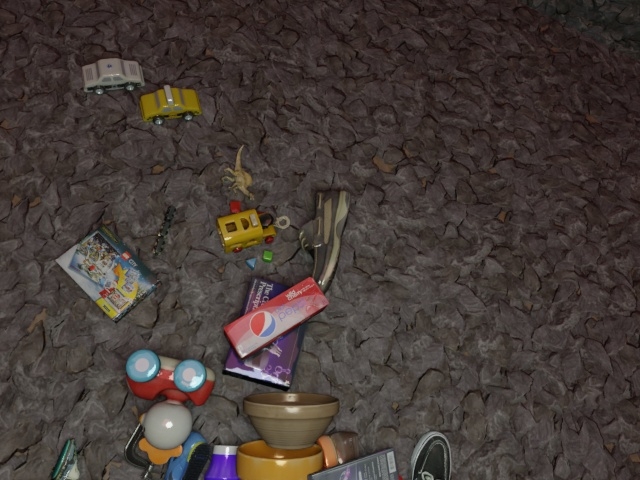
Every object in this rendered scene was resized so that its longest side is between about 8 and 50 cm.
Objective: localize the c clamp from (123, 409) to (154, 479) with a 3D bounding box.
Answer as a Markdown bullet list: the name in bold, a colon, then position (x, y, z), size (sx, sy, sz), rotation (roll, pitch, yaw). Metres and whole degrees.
- **c clamp**: position (-0.407, 0.502, 1.215), size (0.137, 0.022, 0.161), rotation (12, 63, 17)

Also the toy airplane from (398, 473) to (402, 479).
- **toy airplane**: position (0.174, 0.641, 1.253), size (0.151, 0.028, 0.151), rotation (26, 58, -49)

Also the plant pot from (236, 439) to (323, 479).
- **plant pot**: position (-0.097, 0.581, 1.150), size (0.204, 0.205, 0.188), rotation (3, 80, -10)

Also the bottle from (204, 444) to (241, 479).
- **bottle**: position (-0.235, 0.636, 1.167), size (0.118, 0.092, 0.283), rotation (6, 67, -7)

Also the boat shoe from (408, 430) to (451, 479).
- **boat shoe**: position (0.274, 0.641, 1.258), size (0.113, 0.105, 0.307), rotation (27, 66, 1)

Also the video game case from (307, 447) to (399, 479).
- **video game case**: position (0.090, 0.610, 1.142), size (0.274, 0.026, 0.196), rotation (4, 73, -41)

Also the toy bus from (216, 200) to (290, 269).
- **toy bus**: position (-0.203, -0.039, 1.441), size (0.190, 0.104, 0.202), rotation (25, 66, -1)

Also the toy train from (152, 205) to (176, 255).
- **toy train**: position (-0.451, -0.028, 1.426), size (0.027, 0.036, 0.159), rotation (24, 62, -25)

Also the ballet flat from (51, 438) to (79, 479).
- **ballet flat**: position (-0.601, 0.563, 1.151), size (0.070, 0.070, 0.189), rotation (21, 68, -2)

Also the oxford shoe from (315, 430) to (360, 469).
- **oxford shoe**: position (0.081, 0.656, 1.207), size (0.132, 0.130, 0.364), rotation (-4, 73, -25)

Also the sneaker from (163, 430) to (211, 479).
- **sneaker**: position (-0.344, 0.567, 1.199), size (0.082, 0.069, 0.210), rotation (16, 74, 45)

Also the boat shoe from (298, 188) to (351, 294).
- **boat shoe**: position (0.000, 0.000, 1.467), size (0.130, 0.132, 0.356), rotation (11, 57, 4)

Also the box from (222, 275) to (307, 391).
- **box**: position (-0.138, 0.251, 1.340), size (0.184, 0.103, 0.262), rotation (17, 66, -7)

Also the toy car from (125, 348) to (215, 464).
- **toy car**: position (-0.375, 0.398, 1.171), size (0.210, 0.219, 0.238), rotation (14, 70, -5)

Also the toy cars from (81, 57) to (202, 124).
- **toy cars**: position (-0.567, -0.485, 1.561), size (0.393, 0.087, 0.177), rotation (26, 65, 0)

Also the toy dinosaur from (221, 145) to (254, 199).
- **toy dinosaur**: position (-0.258, -0.200, 1.535), size (0.092, 0.053, 0.183), rotation (-10, 77, -31)

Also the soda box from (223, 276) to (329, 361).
- **soda box**: position (-0.112, 0.199, 1.265), size (0.263, 0.083, 0.092), rotation (-30, 77, -20)

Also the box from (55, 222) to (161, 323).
- **box**: position (-0.574, 0.087, 1.350), size (0.233, 0.044, 0.159), rotation (43, 67, 8)

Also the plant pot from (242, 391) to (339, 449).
- **plant pot**: position (-0.071, 0.440, 1.209), size (0.237, 0.237, 0.110), rotation (2, 79, -10)
